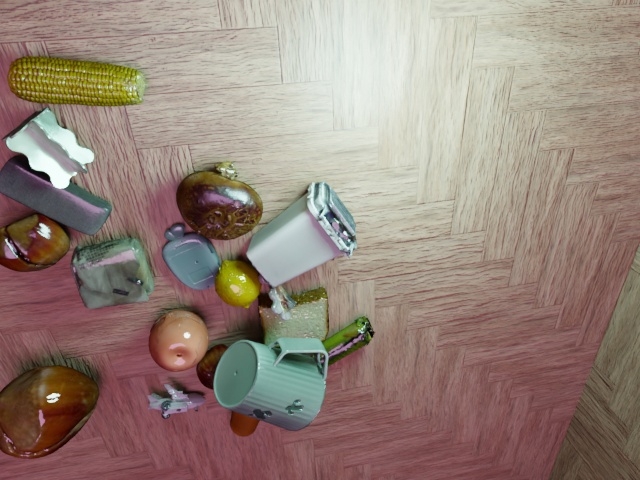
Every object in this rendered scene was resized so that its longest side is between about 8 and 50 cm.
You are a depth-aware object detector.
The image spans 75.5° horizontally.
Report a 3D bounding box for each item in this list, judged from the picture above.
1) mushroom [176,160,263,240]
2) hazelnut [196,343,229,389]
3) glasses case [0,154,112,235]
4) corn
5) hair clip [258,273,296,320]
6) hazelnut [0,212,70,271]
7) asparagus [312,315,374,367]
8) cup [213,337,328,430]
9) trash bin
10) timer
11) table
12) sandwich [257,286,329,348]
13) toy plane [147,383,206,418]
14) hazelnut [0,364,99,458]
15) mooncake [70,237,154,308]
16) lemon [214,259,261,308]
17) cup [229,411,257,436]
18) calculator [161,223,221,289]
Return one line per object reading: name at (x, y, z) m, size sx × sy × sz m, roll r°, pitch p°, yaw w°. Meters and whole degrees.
mushroom at (-0.345, -0.125, 1.424) m, size 0.297 × 0.163 × 0.278 m, roll 11°, pitch 116°, yaw -16°
hazelnut at (-0.440, 0.550, 1.776) m, size 0.178 × 0.178 × 0.204 m, roll 17°, pitch 108°, yaw -20°
glasses case at (-0.864, -0.140, 1.353) m, size 0.323 × 0.074 × 0.131 m, roll 33°, pitch 109°, yaw -26°
corn at (-0.685, -0.449, 1.187) m, size 0.344 × 0.131 × 0.131 m, roll 1°, pitch 118°, yaw -14°
hair clip at (-0.169, 0.185, 1.605) m, size 0.075 × 0.146 × 0.257 m, roll -34°, pitch 80°, yaw 28°
hazelnut at (-0.953, 0.018, 1.364) m, size 0.212 × 0.181 × 0.181 m, roll -27°, pitch 107°, yaw -8°
asparagus at (0.072, 0.485, 1.874) m, size 0.382 × 0.108 × 0.128 m, roll -32°, pitch 117°, yaw 3°
cup at (-0.184, 0.550, 1.706) m, size 0.392 × 0.310 × 0.401 m, roll 35°, pitch 75°, yaw -41°
trash bin at (-0.069, -0.004, 1.482) m, size 0.367 × 0.296 × 0.256 m, roll -32°, pitch 114°, yaw 15°
timer at (-0.560, 0.393, 1.639) m, size 0.229 × 0.215 × 0.230 m, roll -8°, pitch 118°, yaw -15°
table at (-0.808, -0.274, 1.252) m, size 0.166 × 0.166 × 0.198 m, roll -31°, pitch 128°, yaw 6°
sandwich at (-0.111, 0.338, 1.771) m, size 0.301 × 0.099 × 0.271 m, roll -6°, pitch 127°, yaw -10°
toy plane at (-0.653, 0.740, 1.874) m, size 0.255 × 0.101 × 0.251 m, roll 6°, pitch 129°, yaw -15°
hazelnut at (-1.072, 0.661, 1.629) m, size 0.372 × 0.315 × 0.372 m, roll -28°, pitch 146°, yaw -21°
mooncake at (-0.747, 0.113, 1.484) m, size 0.254 × 0.136 × 0.250 m, roll -8°, pitch 122°, yaw -14°
lemon at (-0.317, 0.162, 1.584) m, size 0.173 × 0.173 × 0.206 m, roll -33°, pitch 115°, yaw 7°
cup at (-0.317, 0.788, 1.944) m, size 0.226 × 0.182 × 0.264 m, roll 4°, pitch 125°, yaw -24°
calculator at (-0.490, 0.070, 1.569) m, size 0.185 × 0.041 × 0.299 m, roll -22°, pitch 122°, yaw 0°
